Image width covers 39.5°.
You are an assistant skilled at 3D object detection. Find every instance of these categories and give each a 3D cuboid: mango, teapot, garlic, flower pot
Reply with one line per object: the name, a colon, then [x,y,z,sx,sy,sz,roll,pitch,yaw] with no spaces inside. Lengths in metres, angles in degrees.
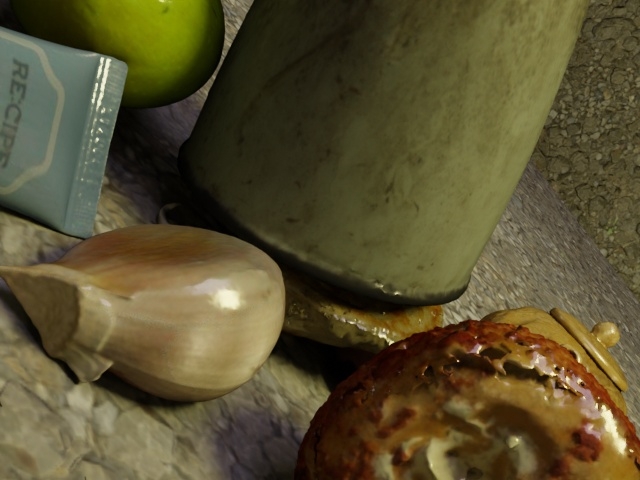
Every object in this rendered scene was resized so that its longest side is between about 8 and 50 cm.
mango: [-0.174,-0.213,0.803,0.192,0.156,0.343,52,5,-16]
teapot: [0.269,0.151,1.009,0.203,0.167,0.311,51,8,18]
garlic: [-0.091,0.034,0.654,0.148,0.128,0.266,60,9,-3]
flower pot: [0.073,-0.153,0.771,0.293,0.330,0.293,24,22,-10]

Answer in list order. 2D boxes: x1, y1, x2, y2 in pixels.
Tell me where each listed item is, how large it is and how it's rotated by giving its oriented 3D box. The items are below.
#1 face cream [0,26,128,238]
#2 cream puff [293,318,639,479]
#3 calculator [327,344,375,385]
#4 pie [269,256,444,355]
face cream: [-0.268,-0.101,0.511,0.385,0.086,0.135,18,81,-53]
cream puff: [0.105,0.172,0.608,0.240,0.240,0.164,52,-1,10]
calculator: [0.113,0.202,0.808,0.220,0.048,0.330,24,29,-46]
pie: [0.026,0.053,0.795,0.193,0.079,0.163,13,23,-31]
